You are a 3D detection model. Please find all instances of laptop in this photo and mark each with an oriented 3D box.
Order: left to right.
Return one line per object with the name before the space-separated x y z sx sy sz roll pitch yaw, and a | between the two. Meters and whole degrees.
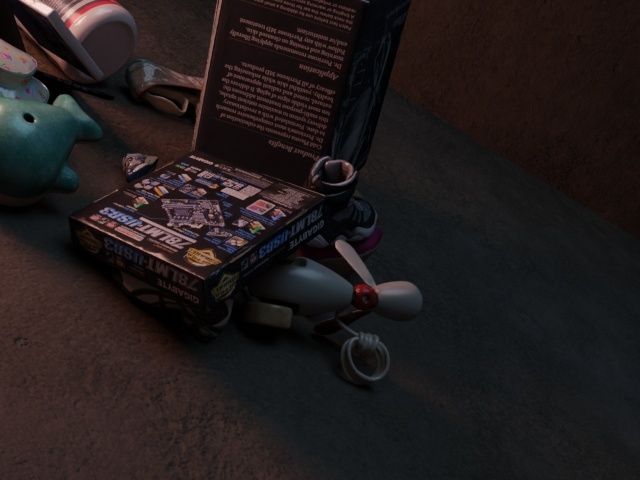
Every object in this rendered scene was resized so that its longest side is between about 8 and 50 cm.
laptop | -0.541 -0.383 1.816 0.264 0.136 0.234 16 5 -37

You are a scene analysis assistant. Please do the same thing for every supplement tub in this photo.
supplement tub | -0.548 -0.487 2.050 0.272 0.191 0.191 43 24 22

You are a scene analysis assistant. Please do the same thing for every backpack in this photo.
backpack | -0.569 -0.268 1.646 0.188 0.144 0.166 36 18 -18

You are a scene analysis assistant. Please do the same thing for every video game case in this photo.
video game case | -0.514 -0.398 1.771 0.183 0.023 0.201 33 -14 26

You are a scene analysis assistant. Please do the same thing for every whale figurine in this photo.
whale figurine | -0.458 -0.172 1.519 0.216 0.141 0.272 48 40 2

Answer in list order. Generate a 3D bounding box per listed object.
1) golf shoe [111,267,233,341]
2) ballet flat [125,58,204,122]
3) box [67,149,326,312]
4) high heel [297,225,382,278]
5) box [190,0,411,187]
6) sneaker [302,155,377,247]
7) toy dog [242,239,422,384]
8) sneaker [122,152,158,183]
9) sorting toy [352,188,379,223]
golf shoe | -0.226 0.071 1.475 0.198 0.094 0.077 29 24 -6
ballet flat | -0.309 -0.327 2.195 0.316 0.107 0.106 9 52 -36
box | -0.192 -0.028 1.503 0.296 0.073 0.293 21 39 30
high heel | 0.000 0.000 1.862 0.181 0.127 0.377 46 26 2
box | -0.030 -0.349 1.979 0.298 0.471 0.480 20 27 9
sneaker | 0.044 -0.079 1.785 0.101 0.153 0.269 28 23 25
toy dog | -0.005 0.091 1.650 0.334 0.220 0.161 33 -11 -21
sneaker | -0.355 -0.137 1.794 0.058 0.052 0.135 22 15 -1
sorting toy | 0.005 -0.144 2.302 0.229 0.041 0.307 14 29 -48
